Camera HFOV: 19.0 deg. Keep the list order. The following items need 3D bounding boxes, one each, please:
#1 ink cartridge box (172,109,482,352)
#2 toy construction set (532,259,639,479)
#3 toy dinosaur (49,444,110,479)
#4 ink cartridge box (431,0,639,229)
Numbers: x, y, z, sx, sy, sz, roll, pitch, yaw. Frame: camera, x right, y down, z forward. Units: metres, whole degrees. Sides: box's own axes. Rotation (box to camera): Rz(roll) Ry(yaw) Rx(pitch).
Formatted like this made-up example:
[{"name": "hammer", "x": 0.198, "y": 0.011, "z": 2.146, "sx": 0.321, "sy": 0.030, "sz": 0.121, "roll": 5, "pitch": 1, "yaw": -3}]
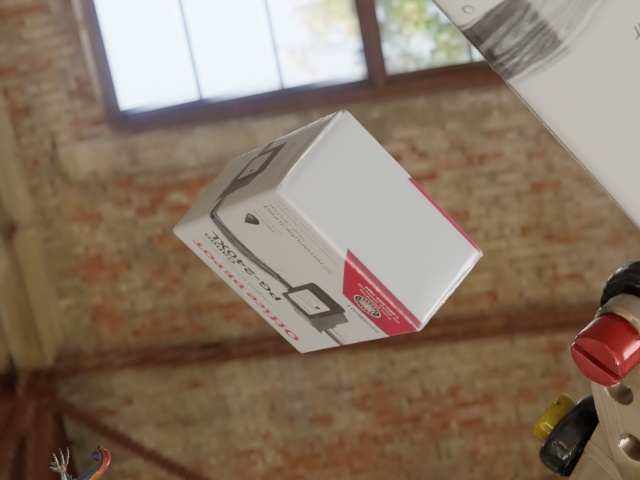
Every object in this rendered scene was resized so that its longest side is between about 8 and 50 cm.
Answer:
[{"name": "ink cartridge box", "x": 0.000, "y": 0.000, "z": 1.037, "sx": 0.063, "sy": 0.109, "sz": 0.150, "roll": -51, "pitch": -166, "yaw": -23}, {"name": "toy construction set", "x": 0.220, "y": 0.180, "z": 1.115, "sx": 0.257, "sy": 0.237, "sz": 0.309, "roll": 26, "pitch": -127, "yaw": -2}, {"name": "toy dinosaur", "x": -0.202, "y": 0.206, "z": 1.561, "sx": 0.082, "sy": 0.090, "sz": 0.047, "roll": -25, "pitch": -167, "yaw": -7}, {"name": "ink cartridge box", "x": 0.128, "y": -0.158, "z": 0.601, "sx": 0.223, "sy": 0.307, "sz": 0.129, "roll": -32, "pitch": -159, "yaw": 34}]
